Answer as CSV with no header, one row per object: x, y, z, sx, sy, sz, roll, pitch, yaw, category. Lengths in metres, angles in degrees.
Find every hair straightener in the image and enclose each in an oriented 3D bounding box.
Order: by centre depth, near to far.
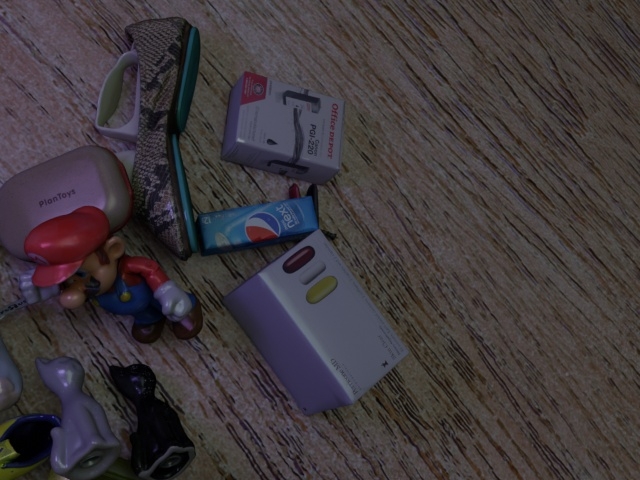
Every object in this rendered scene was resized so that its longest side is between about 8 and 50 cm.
0.000,0.000,1.527,0.089,0.047,0.230,-4,73,-26,hair straightener

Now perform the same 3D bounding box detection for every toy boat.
-0.406,-0.050,1.304,0.231,0.151,0.151,-22,78,3,toy boat

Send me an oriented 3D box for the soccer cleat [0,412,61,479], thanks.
-0.481,0.317,1.103,0.093,0.121,0.289,59,35,2,soccer cleat

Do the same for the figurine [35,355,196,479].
-0.318,0.256,1.210,0.215,0.092,0.209,17,29,-44,figurine

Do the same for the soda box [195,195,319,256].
-0.115,-0.026,1.445,0.210,0.071,0.067,-11,81,-16,soda box

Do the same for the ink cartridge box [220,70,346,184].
-0.067,-0.214,1.544,0.218,0.092,0.158,13,68,-22,ink cartridge box

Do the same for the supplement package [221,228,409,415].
-0.015,0.147,1.380,0.145,0.204,0.262,-37,91,-30,supplement package

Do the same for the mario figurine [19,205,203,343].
-0.323,0.086,1.210,0.198,0.320,0.170,-39,48,5,mario figurine

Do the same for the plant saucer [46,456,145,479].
-0.329,0.413,1.190,0.188,0.045,0.188,36,58,-40,plant saucer

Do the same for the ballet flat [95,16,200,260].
-0.304,-0.183,1.407,0.182,0.164,0.482,-2,67,-3,ballet flat

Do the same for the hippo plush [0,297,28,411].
-0.526,0.129,1.100,0.234,0.236,0.294,36,61,11,hippo plush
